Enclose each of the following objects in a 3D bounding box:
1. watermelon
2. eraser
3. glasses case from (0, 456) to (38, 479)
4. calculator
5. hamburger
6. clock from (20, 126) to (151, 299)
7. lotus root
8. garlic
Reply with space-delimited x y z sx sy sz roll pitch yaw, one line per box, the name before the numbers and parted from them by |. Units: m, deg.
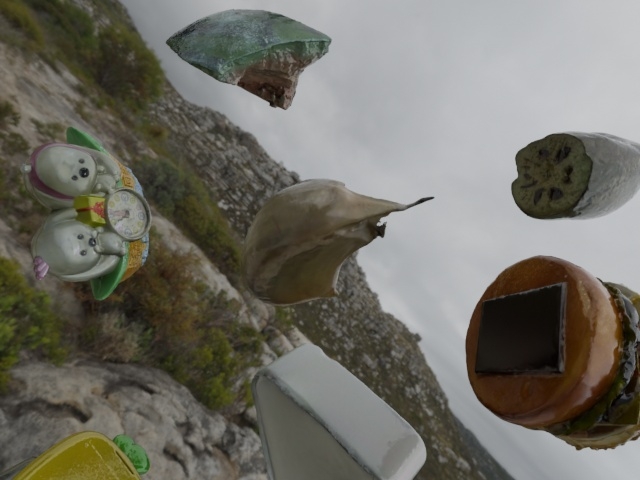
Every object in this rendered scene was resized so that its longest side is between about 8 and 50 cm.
watermelon | -0.087 -0.167 0.373 0.155 0.101 0.080 37 -38 16
eraser | -0.002 0.361 0.804 0.331 0.331 0.149 45 38 20
glasses case | -0.490 0.363 0.473 0.299 0.114 0.060 -16 82 -51
calculator | -0.271 0.299 0.467 0.146 0.032 0.235 52 10 0
hamburger | 0.389 0.174 0.646 0.225 0.291 0.291 26 -1 -12
clock | -0.309 -0.036 0.539 0.144 0.103 0.231 -1 80 -66
lotus root | 0.687 -0.171 1.068 0.250 0.345 0.251 28 -57 54
garlic | -0.009 -0.008 0.616 0.196 0.151 0.338 12 -33 -16
